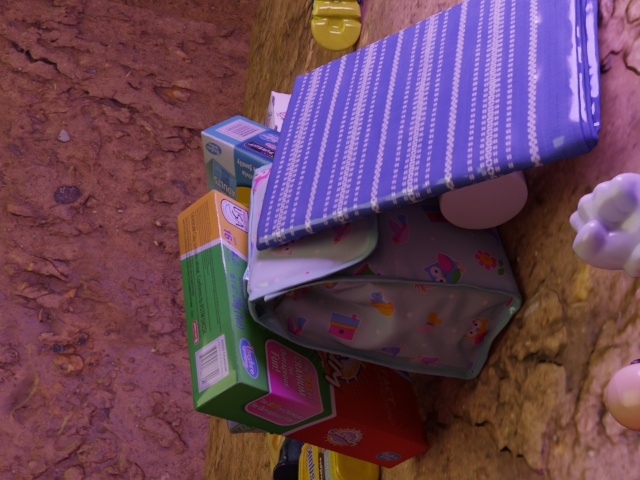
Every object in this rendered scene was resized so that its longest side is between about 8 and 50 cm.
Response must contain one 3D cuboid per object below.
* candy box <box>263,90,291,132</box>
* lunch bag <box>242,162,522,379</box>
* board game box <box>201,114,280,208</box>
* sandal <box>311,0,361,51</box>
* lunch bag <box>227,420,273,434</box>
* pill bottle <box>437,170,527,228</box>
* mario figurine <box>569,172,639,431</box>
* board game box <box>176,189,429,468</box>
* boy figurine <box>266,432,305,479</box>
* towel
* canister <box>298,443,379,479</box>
[{"bbox_3d":[0.012,-0.151,1.256,0.165,0.196,0.070,-96,20,-51],"label":"candy box"},{"bbox_3d":[0.049,0.009,0.837,0.223,0.262,0.160,-94,18,-48],"label":"lunch bag"},{"bbox_3d":[-0.049,0.015,1.161,0.254,0.079,0.336,26,133,36],"label":"board game box"},{"bbox_3d":[0.034,-0.548,1.580,0.138,0.126,0.317,-92,10,-64],"label":"sandal"},{"bbox_3d":[-0.123,0.201,1.470,0.303,0.115,0.243,-98,9,-64],"label":"lunch bag"},{"bbox_3d":[0.152,-0.108,0.808,0.112,0.112,0.186,113,161,-47],"label":"pill bottle"},{"bbox_3d":[0.197,0.017,0.379,0.198,0.170,0.320,44,-123,-63],"label":"mario figurine"},{"bbox_3d":[-0.017,0.108,0.902,0.064,0.316,0.242,-34,49,26],"label":"board game box"},{"bbox_3d":[-0.068,0.368,1.487,0.285,0.092,0.177,-118,36,-64],"label":"boy figurine"},{"bbox_3d":[0.094,-0.123,0.744,0.336,0.040,0.243,-17,45,33],"label":"towel"},{"bbox_3d":[0.025,0.326,1.147,0.170,0.073,0.126,118,157,-50],"label":"canister"}]
